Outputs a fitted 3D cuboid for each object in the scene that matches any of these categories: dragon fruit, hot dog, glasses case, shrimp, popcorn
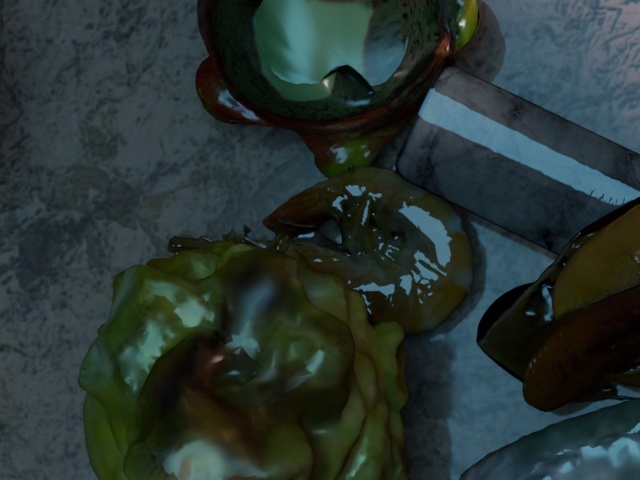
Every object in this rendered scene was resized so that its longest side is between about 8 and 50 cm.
[{"bbox_3d":[0.009,-0.202,1.797,0.268,0.130,0.295,-11,80,7],"label":"dragon fruit"},{"bbox_3d":[0.289,0.064,1.653,0.194,0.107,0.326,44,116,-4],"label":"hot dog"},{"bbox_3d":[0.220,-0.045,1.726,0.299,0.060,0.114,25,106,6],"label":"glasses case"},{"bbox_3d":[0.000,0.000,1.790,0.287,0.063,0.152,11,100,11],"label":"shrimp"},{"bbox_3d":[-0.055,0.157,1.688,0.312,0.312,0.312,-2,83,13],"label":"popcorn"}]

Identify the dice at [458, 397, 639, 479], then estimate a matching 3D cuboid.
[{"bbox_3d":[0.301,0.306,1.536,0.330,0.348,0.328,-16,71,10],"label":"dice"}]
